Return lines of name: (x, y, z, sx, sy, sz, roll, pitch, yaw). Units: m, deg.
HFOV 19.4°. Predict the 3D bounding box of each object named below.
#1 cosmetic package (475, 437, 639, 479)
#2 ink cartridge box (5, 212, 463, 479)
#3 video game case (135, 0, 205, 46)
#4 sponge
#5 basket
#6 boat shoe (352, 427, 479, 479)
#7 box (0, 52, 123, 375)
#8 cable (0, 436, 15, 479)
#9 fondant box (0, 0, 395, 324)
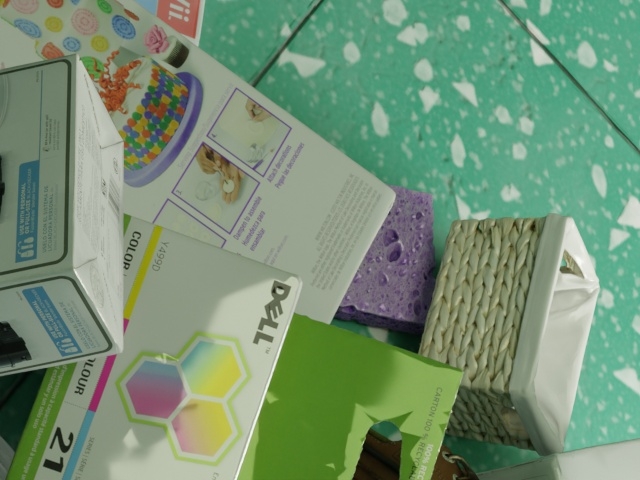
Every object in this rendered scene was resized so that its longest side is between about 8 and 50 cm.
cosmetic package: (0.195, 0.229, 1.413, 0.224, 0.225, 0.138, -4, 80, -36)
ink cartridge box: (-0.045, 0.115, 1.175, 0.255, 0.097, 0.188, 19, 75, -3)
video game case: (-0.207, -0.278, 1.433, 0.285, 0.025, 0.204, 20, 63, -29)
sponge: (0.000, 0.000, 1.478, 0.210, 0.031, 0.117, 13, 66, -32)
basket: (0.148, 0.072, 1.494, 0.113, 0.103, 0.167, 58, 42, -51)
boat shoe: (0.065, 0.185, 1.297, 0.104, 0.307, 0.110, -52, 148, -23)
box: (-0.266, 0.005, 1.111, 0.087, 0.290, 0.169, 67, 16, -51)
cable: (-0.279, 0.211, 1.164, 0.257, 0.089, 0.257, 16, 65, -31)
fondant box: (-0.139, -0.025, 1.320, 0.330, 0.096, 0.238, 36, 56, -11)
